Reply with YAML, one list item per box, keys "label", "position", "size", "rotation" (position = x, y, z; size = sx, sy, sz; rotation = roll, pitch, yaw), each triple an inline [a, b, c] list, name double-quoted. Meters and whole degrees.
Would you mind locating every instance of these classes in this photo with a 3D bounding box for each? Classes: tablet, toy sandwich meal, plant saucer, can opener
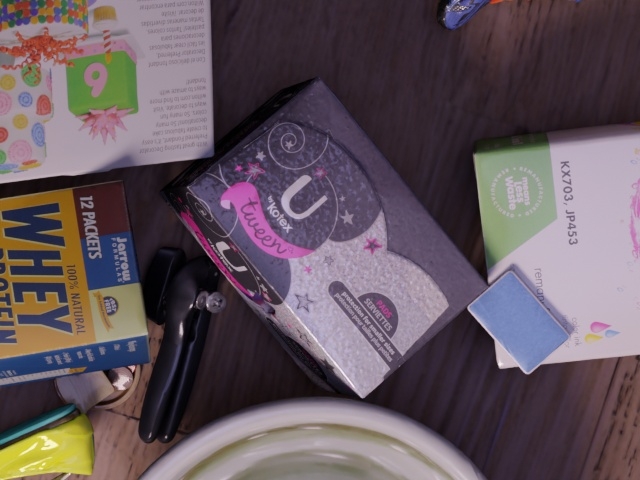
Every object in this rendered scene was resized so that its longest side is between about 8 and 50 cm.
- label: "tablet"
  position: [0.178, 0.073, 1.735]
  size: [0.054, 0.006, 0.083]
  rotation: [-42, 91, 10]
- label: "toy sandwich meal"
  position: [-0.209, 0.123, 1.804]
  size: [0.086, 0.029, 0.085]
  rotation: [-1, 96, -6]
- label: "plant saucer"
  position: [-0.017, 0.329, 1.742]
  size: [0.401, 0.100, 0.400]
  rotation: [-1, 98, -11]
- label: "can opener"
  position: [-0.132, 0.100, 1.805]
  size: [0.059, 0.073, 0.186]
  rotation: [2, 100, -46]

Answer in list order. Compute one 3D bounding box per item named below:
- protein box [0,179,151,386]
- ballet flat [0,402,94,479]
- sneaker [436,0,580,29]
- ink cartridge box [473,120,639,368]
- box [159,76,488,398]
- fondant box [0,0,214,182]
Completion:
- label: "protein box"
  position: [-0.257, 0.047, 1.693]
  size: [0.201, 0.200, 0.136]
  rotation: [-9, 80, -6]
- label: "ballet flat"
  position: [-0.314, 0.218, 1.772]
  size: [0.231, 0.077, 0.077]
  rotation: [-18, 99, 2]
- label: "sneaker"
  position: [0.207, -0.251, 1.788]
  size: [0.221, 0.083, 0.087]
  rotation: [-30, 101, -1]
- label: "ink cartridge box"
  position: [0.326, -0.008, 1.774]
  size: [0.354, 0.119, 0.207]
  rotation: [-7, 97, 5]
- label: "box"
  position: [0.000, 0.000, 1.744]
  size: [0.163, 0.142, 0.247]
  rotation: [-41, 98, -13]
- label: "fondant box"
  position: [-0.216, -0.223, 1.620]
  size: [0.238, 0.096, 0.330]
  rotation: [-9, 106, -28]
